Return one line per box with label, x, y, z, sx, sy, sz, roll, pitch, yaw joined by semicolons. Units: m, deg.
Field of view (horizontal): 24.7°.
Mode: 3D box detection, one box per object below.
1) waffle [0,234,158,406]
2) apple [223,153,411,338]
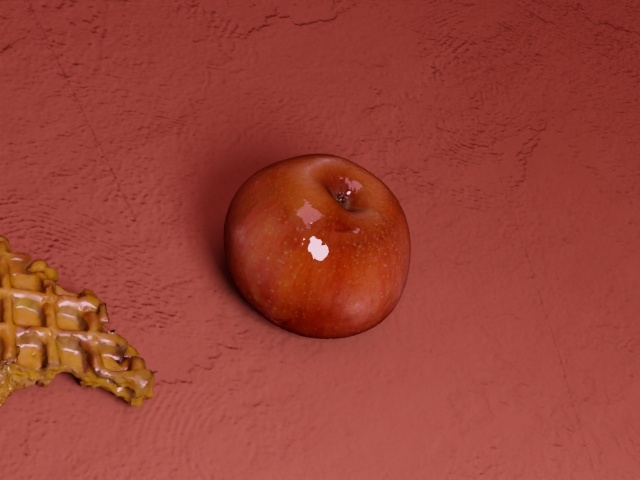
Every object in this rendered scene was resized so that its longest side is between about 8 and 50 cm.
waffle;-0.317;0.105;1.343;0.260;0.069;0.293;42;46;14
apple;0.000;0.000;1.507;0.201;0.162;0.201;11;47;-12
